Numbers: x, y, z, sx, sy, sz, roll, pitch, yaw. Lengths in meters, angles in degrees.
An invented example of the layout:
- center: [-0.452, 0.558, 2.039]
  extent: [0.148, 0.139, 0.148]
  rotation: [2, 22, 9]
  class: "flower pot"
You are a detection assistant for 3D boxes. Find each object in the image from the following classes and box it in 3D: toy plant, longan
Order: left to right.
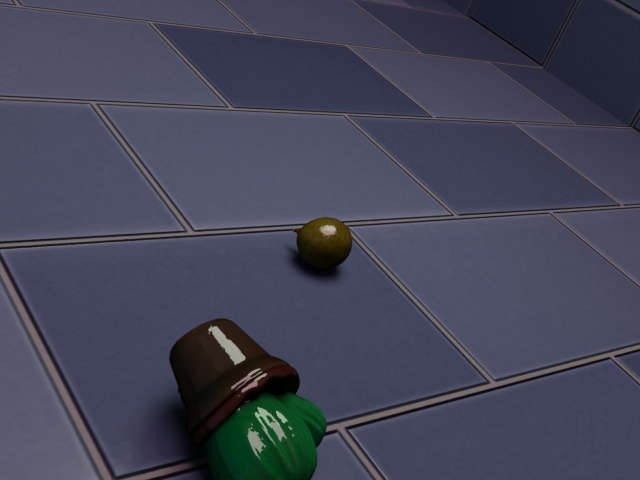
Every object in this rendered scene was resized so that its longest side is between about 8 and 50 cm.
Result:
- center: [-0.055, 0.165, 0.755]
  extent: [0.200, 0.105, 0.143]
  rotation: [55, 24, 17]
  class: "toy plant"
- center: [0.000, 0.000, 1.089]
  extent: [0.083, 0.075, 0.075]
  rotation: [25, 28, 25]
  class: "longan"
